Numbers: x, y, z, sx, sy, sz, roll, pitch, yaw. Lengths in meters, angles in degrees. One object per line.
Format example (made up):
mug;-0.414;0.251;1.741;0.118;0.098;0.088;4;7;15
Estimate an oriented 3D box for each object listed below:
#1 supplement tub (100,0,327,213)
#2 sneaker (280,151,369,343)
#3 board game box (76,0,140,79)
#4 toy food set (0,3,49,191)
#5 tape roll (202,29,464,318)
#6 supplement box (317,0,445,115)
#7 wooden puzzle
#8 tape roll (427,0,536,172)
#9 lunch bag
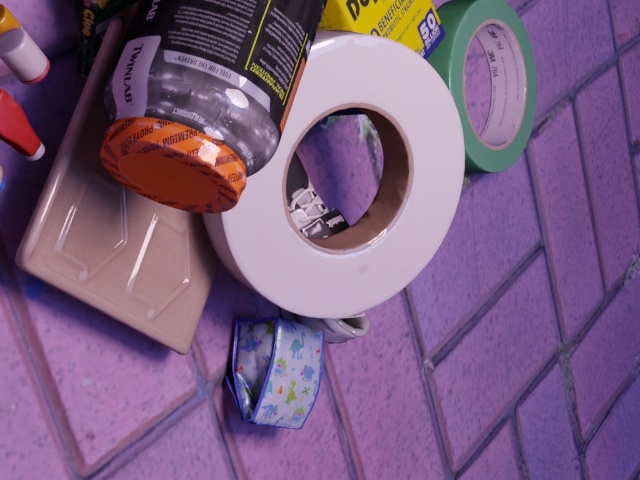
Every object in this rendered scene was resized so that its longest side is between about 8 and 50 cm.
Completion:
supplement tub;-0.120;-0.216;1.323;0.207;0.207;0.338;42;57;-45
sneaker;0.000;0.000;1.698;0.122;0.146;0.330;-37;119;-43
board game box;-0.209;-0.312;1.451;0.259;0.030;0.136;-44;156;-41
toy food set;-0.362;-0.137;1.257;0.104;0.111;0.232;57;48;-53
tape roll;0.023;-0.086;1.549;0.392;0.072;0.392;-10;110;-30
supplement box;0.002;-0.373;1.636;0.194;0.195;0.356;-57;132;-33
wooden puzzle;-0.229;-0.058;1.451;0.348;0.080;0.322;41;63;-52
tape roll;0.291;-0.284;2.109;0.321;0.077;0.321;-4;96;-53
lunch bag;-0.064;0.194;1.662;0.129;0.096;0.151;19;68;-51
